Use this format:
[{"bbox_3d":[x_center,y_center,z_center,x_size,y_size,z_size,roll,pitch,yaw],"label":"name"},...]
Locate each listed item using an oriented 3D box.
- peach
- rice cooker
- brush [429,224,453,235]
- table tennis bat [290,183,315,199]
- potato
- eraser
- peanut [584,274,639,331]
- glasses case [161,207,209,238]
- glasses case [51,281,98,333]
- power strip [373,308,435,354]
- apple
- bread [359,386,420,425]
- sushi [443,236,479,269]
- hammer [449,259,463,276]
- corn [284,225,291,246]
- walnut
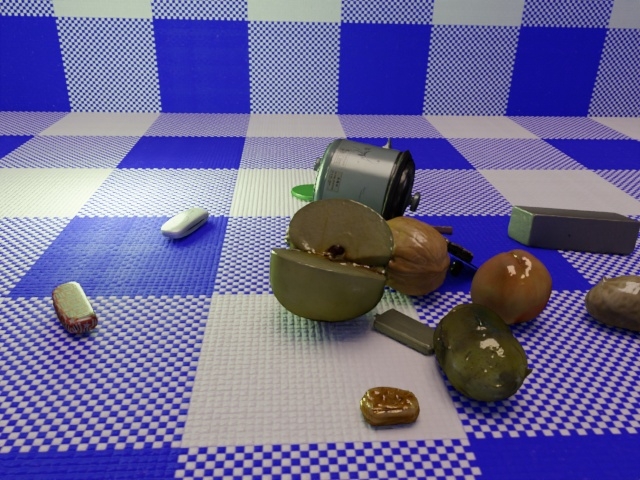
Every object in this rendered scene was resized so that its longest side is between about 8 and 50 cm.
[{"bbox_3d":[0.446,0.109,1.295,0.185,0.184,0.184,1,26,-1],"label":"peach"},{"bbox_3d":[0.135,-0.148,1.568,0.317,0.316,0.264,6,-18,10],"label":"rice cooker"},{"bbox_3d":[0.254,-0.038,1.699,0.302,0.084,0.071,6,25,4],"label":"brush"},{"bbox_3d":[-0.004,-0.165,2.002,0.161,0.039,0.257,-13,24,-29],"label":"table tennis bat"},{"bbox_3d":[0.311,0.214,1.103,0.170,0.143,0.248,12,25,-3],"label":"potato"},{"bbox_3d":[0.758,-0.032,1.677,0.353,0.111,0.077,5,24,8],"label":"eraser"},{"bbox_3d":[0.737,0.147,1.286,0.225,0.129,0.129,13,28,18],"label":"peanut"},{"bbox_3d":[-0.419,-0.056,1.729,0.076,0.049,0.197,11,27,18],"label":"glasses case"},{"bbox_3d":[-0.568,0.158,1.275,0.073,0.049,0.194,-16,31,-30],"label":"glasses case"},{"bbox_3d":[0.193,0.202,1.253,0.169,0.028,0.076,24,34,36],"label":"power strip"},{"bbox_3d":[0.028,0.066,1.286,0.258,0.233,0.295,13,42,10],"label":"apple"},{"bbox_3d":[0.127,0.304,1.020,0.111,0.044,0.083,-1,22,-9],"label":"bread"},{"bbox_3d":[0.371,0.026,1.501,0.201,0.031,0.139,28,4,-45],"label":"sushi"},{"bbox_3d":[0.256,0.052,1.577,0.293,0.029,0.058,12,25,24],"label":"hammer"},{"bbox_3d":[0.000,0.000,1.609,0.211,0.086,0.087,12,27,13],"label":"corn"},{"bbox_3d":[0.223,0.037,1.405,0.193,0.192,0.226,-19,22,-35],"label":"walnut"}]
